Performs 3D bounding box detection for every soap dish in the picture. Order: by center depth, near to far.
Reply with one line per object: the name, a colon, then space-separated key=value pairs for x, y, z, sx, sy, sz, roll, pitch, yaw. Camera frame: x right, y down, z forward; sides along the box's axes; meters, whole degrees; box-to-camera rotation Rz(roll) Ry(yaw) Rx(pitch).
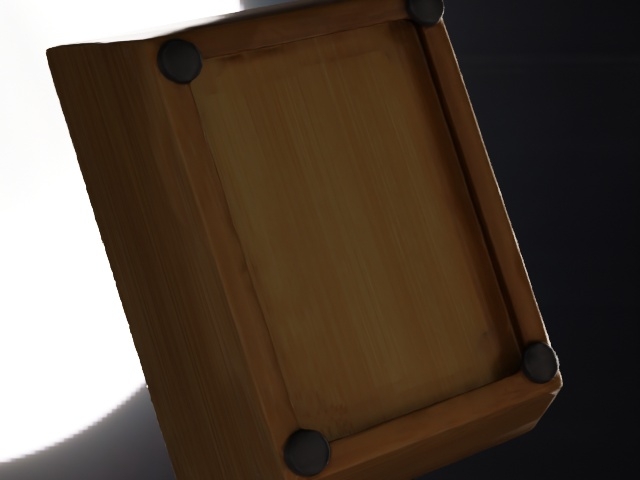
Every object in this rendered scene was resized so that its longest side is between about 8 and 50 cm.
soap dish: x=0.000 y=0.000 z=0.818 sx=0.118 sy=0.229 sz=0.291 roll=-26 pitch=81 yaw=60
